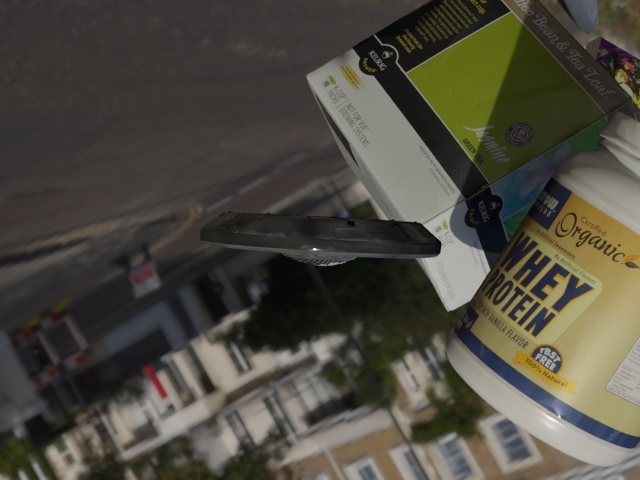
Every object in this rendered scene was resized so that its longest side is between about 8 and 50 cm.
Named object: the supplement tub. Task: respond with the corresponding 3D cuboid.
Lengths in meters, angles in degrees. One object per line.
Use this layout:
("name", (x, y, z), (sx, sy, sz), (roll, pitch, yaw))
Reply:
("supplement tub", (0.301, 0.048, 1.251), (0.316, 0.228, 0.228), (-58, 173, 10))

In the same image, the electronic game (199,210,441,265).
("electronic game", (0.000, 0.000, 1.141), (0.229, 0.048, 0.229), (3, -179, 0))

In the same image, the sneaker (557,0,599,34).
("sneaker", (0.386, -0.423, 1.780), (0.123, 0.106, 0.290), (-31, 140, 7))

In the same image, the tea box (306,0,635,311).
("tea box", (0.210, -0.145, 1.630), (0.323, 0.329, 0.220), (-31, 142, 0))

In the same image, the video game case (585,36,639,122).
("video game case", (0.504, -0.183, 1.917), (0.042, 0.232, 0.210), (-29, -141, 60))
